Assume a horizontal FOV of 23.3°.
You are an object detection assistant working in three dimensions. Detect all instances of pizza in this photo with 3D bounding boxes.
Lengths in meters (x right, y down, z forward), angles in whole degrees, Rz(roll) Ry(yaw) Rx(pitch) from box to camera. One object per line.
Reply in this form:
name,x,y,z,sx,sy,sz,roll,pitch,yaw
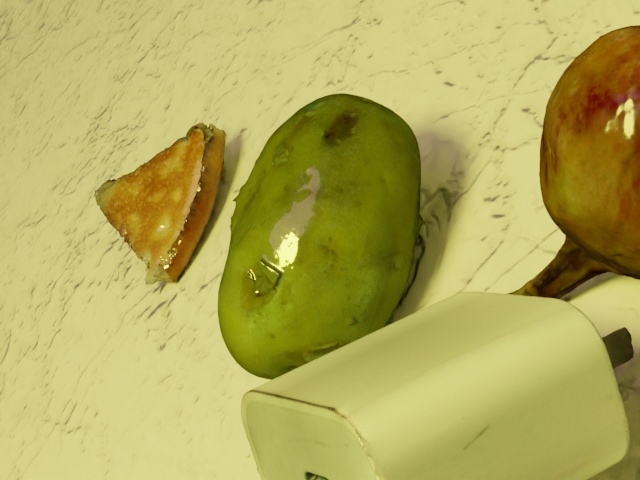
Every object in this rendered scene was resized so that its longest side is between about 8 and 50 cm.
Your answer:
pizza,-0.175,-0.040,1.657,0.195,0.052,0.185,7,73,49

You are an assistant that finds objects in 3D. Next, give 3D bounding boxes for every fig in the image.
fig,0.210,-0.047,1.091,0.290,0.190,0.190,-23,41,63

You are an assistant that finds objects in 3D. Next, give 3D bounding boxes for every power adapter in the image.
power adapter,0.099,0.113,1.052,0.255,0.124,0.187,-24,13,-25

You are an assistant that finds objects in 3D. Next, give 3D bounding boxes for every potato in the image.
potato,0.000,0.000,1.321,0.253,0.148,0.186,-63,17,0
